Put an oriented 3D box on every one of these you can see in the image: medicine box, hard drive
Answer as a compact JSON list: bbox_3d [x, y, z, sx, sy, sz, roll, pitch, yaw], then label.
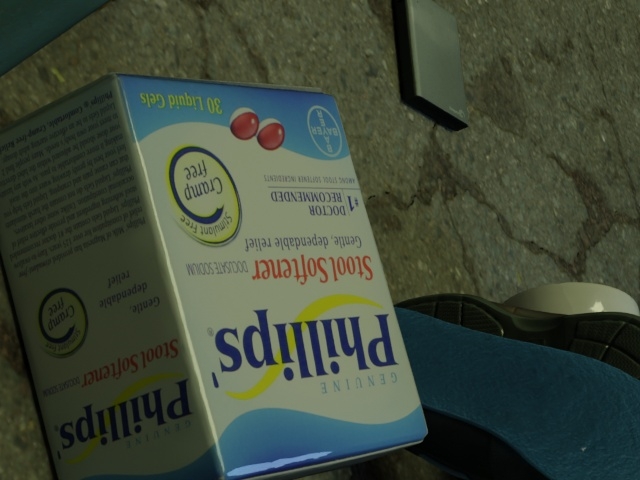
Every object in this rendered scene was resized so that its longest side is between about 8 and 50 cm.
[{"bbox_3d":[-0.080,0.041,1.248,0.263,0.149,0.289,-2,73,-55],"label":"medicine box"},{"bbox_3d":[0.115,-0.189,1.768,0.094,0.022,0.135,25,53,-46],"label":"hard drive"}]

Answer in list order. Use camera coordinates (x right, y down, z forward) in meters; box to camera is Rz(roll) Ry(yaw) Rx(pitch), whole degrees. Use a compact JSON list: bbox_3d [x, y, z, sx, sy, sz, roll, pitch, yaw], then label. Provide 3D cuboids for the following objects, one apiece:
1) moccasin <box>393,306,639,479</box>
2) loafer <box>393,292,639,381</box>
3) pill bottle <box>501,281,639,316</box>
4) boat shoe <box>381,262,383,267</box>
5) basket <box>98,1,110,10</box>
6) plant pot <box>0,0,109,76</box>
[{"bbox_3d":[0.166,0.150,1.397,0.137,0.342,0.117,-53,158,-29],"label":"moccasin"},{"bbox_3d":[0.181,0.102,1.500,0.084,0.268,0.096,17,78,-61],"label":"loafer"},{"bbox_3d":[0.238,0.217,1.563,0.188,0.188,0.333,31,49,-43],"label":"pill bottle"},{"bbox_3d":[0.000,0.000,1.427,0.083,0.065,0.183,52,6,-13],"label":"boat shoe"},{"bbox_3d":[-0.142,-0.299,1.219,0.223,0.299,0.213,-37,102,-53],"label":"basket"},{"bbox_3d":[-0.268,-0.201,0.954,0.341,0.334,0.341,31,49,-44],"label":"plant pot"}]
